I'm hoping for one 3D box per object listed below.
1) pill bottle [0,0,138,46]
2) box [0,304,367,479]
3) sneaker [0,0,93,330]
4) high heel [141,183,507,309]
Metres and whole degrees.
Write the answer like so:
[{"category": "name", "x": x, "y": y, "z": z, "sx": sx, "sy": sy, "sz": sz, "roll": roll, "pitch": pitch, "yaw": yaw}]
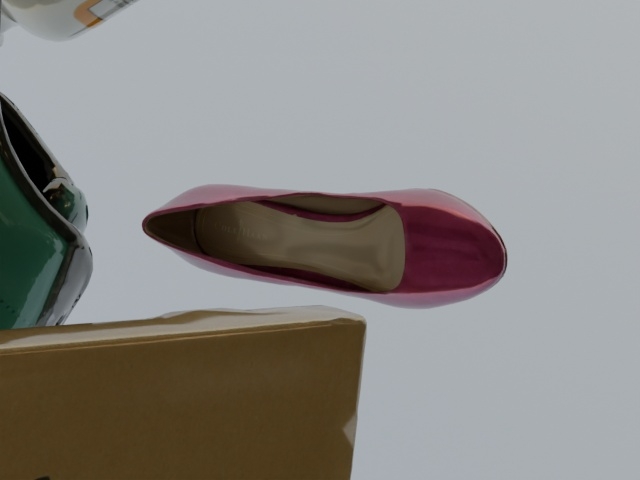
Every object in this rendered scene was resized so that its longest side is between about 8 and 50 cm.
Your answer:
[{"category": "pill bottle", "x": -0.124, "y": -0.192, "z": 1.031, "sx": 0.245, "sy": 0.136, "sz": 0.136, "roll": -31, "pitch": -101, "yaw": 7}, {"category": "box", "x": -0.075, "y": 0.099, "z": 0.389, "sx": 0.021, "sy": 0.201, "sz": 0.164, "roll": 15, "pitch": -77, "yaw": 44}, {"category": "sneaker", "x": -0.111, "y": 0.031, "z": 0.474, "sx": 0.108, "sy": 0.121, "sz": 0.302, "roll": 40, "pitch": -47, "yaw": 43}, {"category": "high heel", "x": 0.000, "y": 0.000, "z": 1.256, "sx": 0.244, "sy": 0.117, "sz": 0.082, "roll": 16, "pitch": -75, "yaw": 42}]
